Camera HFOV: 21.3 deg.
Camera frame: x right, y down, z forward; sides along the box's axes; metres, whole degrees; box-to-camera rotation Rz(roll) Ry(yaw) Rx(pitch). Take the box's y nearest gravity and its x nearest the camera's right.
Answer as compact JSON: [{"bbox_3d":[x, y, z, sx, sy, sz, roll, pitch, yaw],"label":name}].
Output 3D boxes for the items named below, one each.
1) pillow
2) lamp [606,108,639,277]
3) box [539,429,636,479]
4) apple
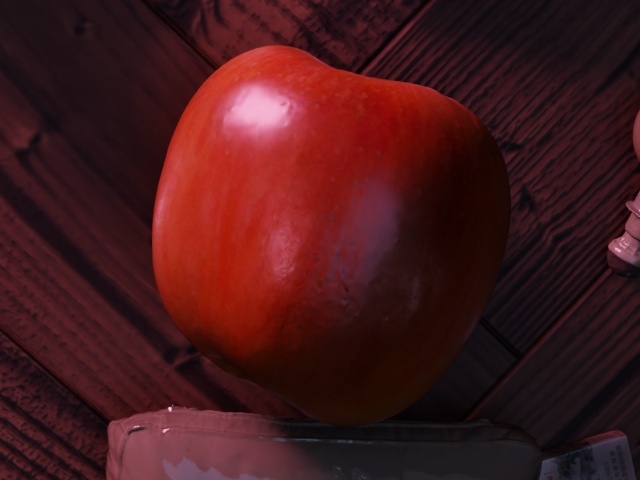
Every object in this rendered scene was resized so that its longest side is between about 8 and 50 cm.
[{"bbox_3d":[-0.006,0.243,1.272,0.322,0.120,0.255,3,107,-12],"label":"pillow"},{"bbox_3d":[0.263,-0.043,1.296,0.091,0.091,0.163,21,110,-12],"label":"lamp"},{"bbox_3d":[0.206,0.187,1.349,0.083,0.024,0.054,-16,103,-7],"label":"box"},{"bbox_3d":[0.000,0.000,1.176,0.242,0.242,0.241,18,91,-12],"label":"apple"}]
